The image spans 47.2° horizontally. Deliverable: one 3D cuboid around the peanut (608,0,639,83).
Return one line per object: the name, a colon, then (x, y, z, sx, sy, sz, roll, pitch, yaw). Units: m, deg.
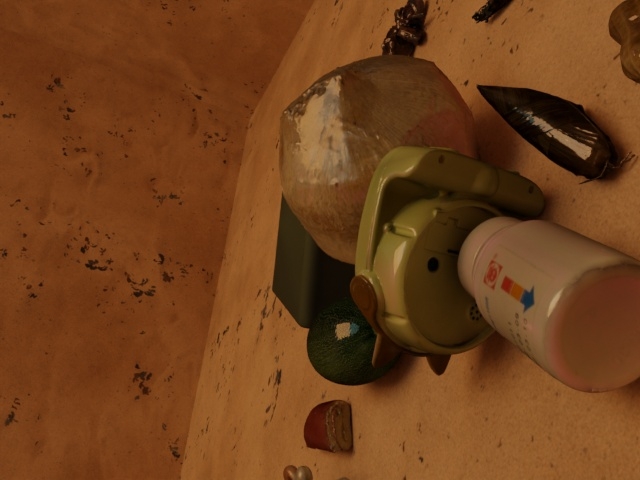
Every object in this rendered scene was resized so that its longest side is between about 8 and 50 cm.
peanut: (0.444, -0.272, 1.000, 0.193, 0.089, 0.089, -83, 20, -45)

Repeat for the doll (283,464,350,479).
doll: (-0.013, 0.600, 1.419, 0.348, 0.161, 0.423, 62, 142, 45)

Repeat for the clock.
clock: (0.191, 0.043, 1.139, 0.117, 0.286, 0.349, 17, 94, 58)

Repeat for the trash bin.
trash bin: (0.000, 0.000, 1.738, 0.223, 0.158, 0.344, -136, 46, -56)

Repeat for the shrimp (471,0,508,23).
shrimp: (0.381, -0.518, 1.533, 0.161, 0.034, 0.091, -41, 23, 48)

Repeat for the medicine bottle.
medicine bottle: (0.296, 0.065, 0.955, 0.293, 0.170, 0.170, -133, 62, -69)

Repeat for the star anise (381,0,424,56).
star anise: (0.222, -0.560, 1.988, 0.197, 0.073, 0.212, -55, 21, 37)

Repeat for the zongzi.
zongzi: (0.328, -0.162, 1.063, 0.187, 0.184, 0.084, -101, 33, -58)

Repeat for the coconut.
coconut: (0.098, -0.174, 1.369, 0.404, 0.404, 0.405, -162, 90, -73)

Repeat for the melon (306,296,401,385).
melon: (0.072, 0.204, 1.493, 0.287, 0.182, 0.182, 146, 139, -67)

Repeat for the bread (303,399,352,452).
bread: (0.016, 0.413, 1.642, 0.192, 0.067, 0.119, 149, 136, -65)
